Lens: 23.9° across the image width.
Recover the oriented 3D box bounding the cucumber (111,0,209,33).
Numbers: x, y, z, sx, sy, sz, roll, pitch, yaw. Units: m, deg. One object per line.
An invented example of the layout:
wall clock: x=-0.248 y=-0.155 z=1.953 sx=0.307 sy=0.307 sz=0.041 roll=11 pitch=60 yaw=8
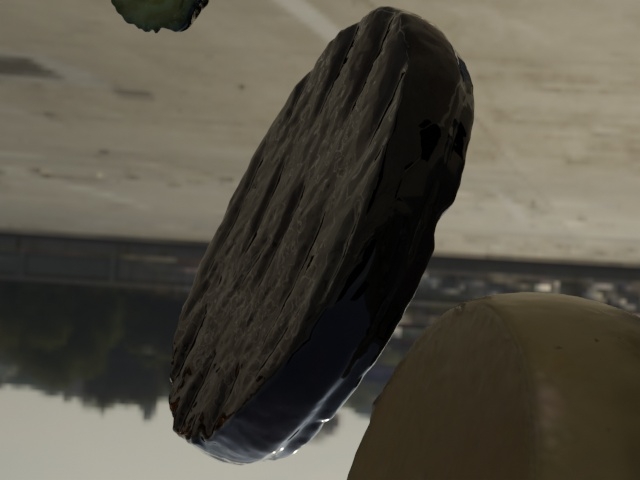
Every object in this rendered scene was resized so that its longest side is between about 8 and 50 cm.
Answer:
cucumber: x=-0.088 y=-0.211 z=1.056 sx=0.077 sy=0.077 sz=0.265 roll=3 pitch=-155 yaw=10

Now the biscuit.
biscuit: x=0.000 y=0.000 z=1.267 sx=0.091 sy=0.407 sz=0.407 roll=27 pitch=170 yaw=-18

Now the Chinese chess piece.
Chinese chess piece: x=0.074 y=0.153 z=0.597 sx=0.102 sy=0.273 sz=0.273 roll=17 pitch=175 yaw=-12
